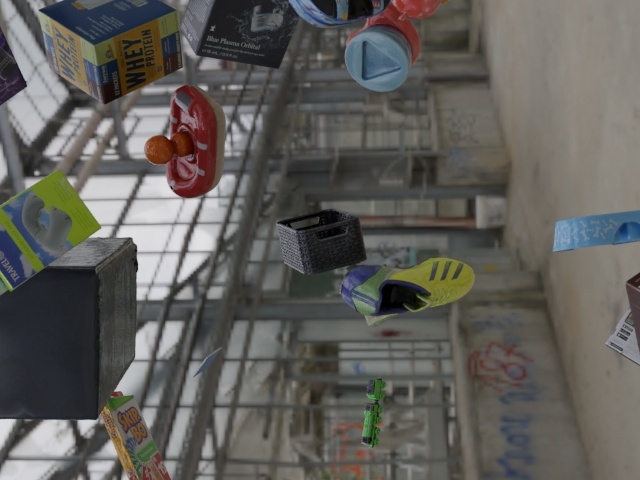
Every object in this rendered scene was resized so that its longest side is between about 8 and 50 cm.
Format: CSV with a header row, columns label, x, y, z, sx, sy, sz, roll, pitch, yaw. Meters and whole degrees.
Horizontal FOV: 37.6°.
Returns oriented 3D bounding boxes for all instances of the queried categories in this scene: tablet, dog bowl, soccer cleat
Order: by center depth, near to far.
label,x,y,z,sx,sy,sz,roll,pitch,yaw
soccer cleat,0.164,0.088,1.574,0.121,0.289,0.093,33,116,47
tablet,-0.255,0.273,2.112,0.054,0.006,0.083,-32,-17,-52
dog bowl,0.684,-0.026,2.216,0.166,0.297,0.074,163,99,-71

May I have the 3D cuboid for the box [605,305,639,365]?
label,x,y,z,sx,sy,sz,roll,pitch,yaw
box,0.643,0.199,1.716,0.114,0.207,0.036,-57,-24,1

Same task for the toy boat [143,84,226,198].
label,x,y,z,sx,sy,sz,roll,pitch,yaw
toy boat,-0.283,-0.189,1.887,0.151,0.151,0.231,42,138,39

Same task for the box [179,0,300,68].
label,x,y,z,sx,sy,sz,roll,pitch,yaw
box,-0.122,-0.375,1.517,0.093,0.156,0.158,59,135,42

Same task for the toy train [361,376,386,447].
label,x,y,z,sx,sy,sz,roll,pitch,yaw
toy train,0.061,0.202,1.106,0.024,0.017,0.083,14,-98,-49

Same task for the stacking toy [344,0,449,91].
label,x,y,z,sx,sy,sz,roll,pitch,yaw
stacking toy,0.085,-0.435,1.759,0.130,0.280,0.309,-59,-3,-42

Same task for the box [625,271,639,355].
label,x,y,z,sx,sy,sz,roll,pitch,yaw
box,0.614,0.132,1.488,0.168,0.167,0.203,37,153,56

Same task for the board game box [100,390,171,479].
label,x,y,z,sx,sy,sz,roll,pitch,yaw
board game box,-0.433,0.460,2.168,0.259,0.039,0.124,59,-165,16

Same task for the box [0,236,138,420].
label,x,y,z,sx,sy,sz,roll,pitch,yaw
box,-0.639,0.155,1.886,0.472,0.480,0.297,-118,29,-84

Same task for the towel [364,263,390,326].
label,x,y,z,sx,sy,sz,roll,pitch,yaw
towel,0.120,0.117,1.964,0.148,0.027,0.110,-39,72,59

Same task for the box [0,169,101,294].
label,x,y,z,sx,sy,sz,roll,pitch,yaw
box,-0.421,-0.010,1.354,0.109,0.178,0.042,56,154,-11

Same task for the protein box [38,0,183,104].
label,x,y,z,sx,sy,sz,roll,pitch,yaw
protein box,-0.422,-0.407,1.902,0.201,0.200,0.136,-34,-38,-32

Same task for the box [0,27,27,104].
label,x,y,z,sx,sy,sz,roll,pitch,yaw
box,-0.638,-0.324,1.660,0.153,0.108,0.207,-42,-26,-20

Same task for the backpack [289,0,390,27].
label,x,y,z,sx,sy,sz,roll,pitch,yaw
backpack,0.012,-0.371,1.302,0.117,0.158,0.173,-30,80,61

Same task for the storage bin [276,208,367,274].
label,x,y,z,sx,sy,sz,roll,pitch,yaw
storage bin,0.000,0.000,1.751,0.180,0.122,0.084,-160,57,-72
